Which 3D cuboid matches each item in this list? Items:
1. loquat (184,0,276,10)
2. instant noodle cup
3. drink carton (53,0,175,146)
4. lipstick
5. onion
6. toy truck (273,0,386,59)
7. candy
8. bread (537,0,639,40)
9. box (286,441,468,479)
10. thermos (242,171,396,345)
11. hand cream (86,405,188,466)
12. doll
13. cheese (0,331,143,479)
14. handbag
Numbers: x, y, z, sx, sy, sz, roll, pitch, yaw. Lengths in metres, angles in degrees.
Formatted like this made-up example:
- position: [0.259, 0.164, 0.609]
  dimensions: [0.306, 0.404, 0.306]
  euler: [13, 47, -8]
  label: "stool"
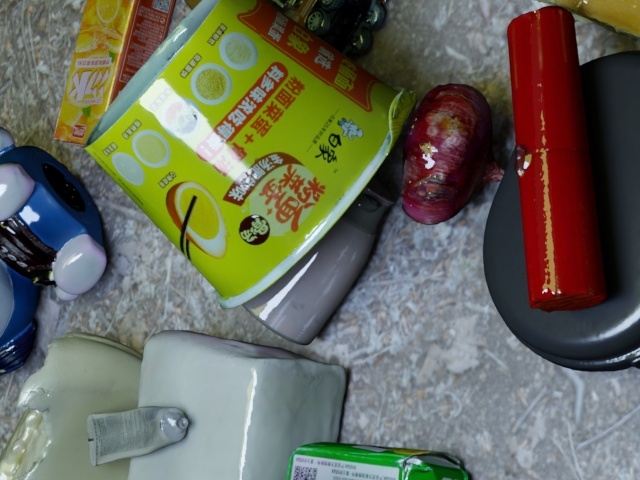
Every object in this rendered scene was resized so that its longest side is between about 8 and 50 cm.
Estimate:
- position: [-0.101, -0.320, 2.041]
  dimensions: [0.141, 0.141, 0.141]
  euler: [-12, 72, 40]
  label: "loquat"
- position: [-0.083, -0.114, 1.802]
  dimensions: [0.311, 0.221, 0.311]
  euler: [-46, 14, 15]
  label: "instant noodle cup"
- position: [-0.256, -0.221, 2.200]
  dimensions: [0.096, 0.071, 0.222]
  euler: [14, 89, 42]
  label: "drink carton"
- position: [0.213, -0.076, 1.609]
  dimensions: [0.073, 0.073, 0.279]
  euler: [-18, 67, 38]
  label: "lipstick"
- position: [0.152, -0.078, 1.773]
  dimensions: [0.140, 0.150, 0.150]
  euler: [20, 94, 13]
  label: "onion"
- position: [-0.013, -0.232, 1.976]
  dimensions: [0.177, 0.080, 0.115]
  euler: [-58, 44, 14]
  label: "toy truck"
- position: [-0.107, 0.280, 1.887]
  dimensions: [0.208, 0.145, 0.358]
  euler: [3, 82, 43]
  label: "candy"
- position: [0.342, -0.291, 1.644]
  dimensions: [0.246, 0.111, 0.239]
  euler: [26, 99, 41]
  label: "bread"
- position: [0.045, 0.328, 1.768]
  dimensions: [0.180, 0.103, 0.250]
  euler: [2, 79, 42]
  label: "box"
- position: [0.000, 0.000, 1.901]
  dimensions: [0.193, 0.105, 0.137]
  euler: [-54, 19, 14]
  label: "thermos"
- position: [-0.198, 0.204, 1.873]
  dimensions: [0.165, 0.037, 0.057]
  euler: [-16, 75, 45]
  label: "hand cream"
- position: [-0.434, 0.024, 2.198]
  dimensions: [0.310, 0.284, 0.240]
  euler: [-38, 11, 13]
  label: "doll"
- position: [-0.281, 0.239, 2.007]
  dimensions: [0.127, 0.233, 0.266]
  euler: [27, 96, 54]
  label: "cheese"
- position: [0.281, -0.024, 1.647]
  dimensions: [0.254, 0.093, 0.308]
  euler: [28, 99, 41]
  label: "handbag"
